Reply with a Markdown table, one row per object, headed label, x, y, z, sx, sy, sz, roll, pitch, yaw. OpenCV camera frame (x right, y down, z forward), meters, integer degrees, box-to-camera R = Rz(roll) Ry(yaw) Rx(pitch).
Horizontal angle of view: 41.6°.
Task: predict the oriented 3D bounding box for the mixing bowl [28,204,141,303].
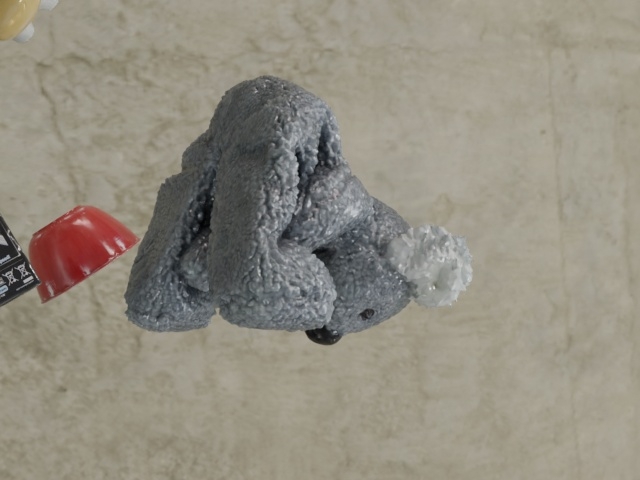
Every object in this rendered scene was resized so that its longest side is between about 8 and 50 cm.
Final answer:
| label | x | y | z | sx | sy | sz | roll | pitch | yaw |
| --- | --- | --- | --- | --- | --- | --- | --- | --- | --- |
| mixing bowl | -0.381 | 0.008 | 1.307 | 0.181 | 0.181 | 0.098 | -37 | 101 | -29 |

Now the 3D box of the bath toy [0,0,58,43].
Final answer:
| label | x | y | z | sx | sy | sz | roll | pitch | yaw |
| --- | --- | --- | --- | --- | --- | --- | --- | --- | --- |
| bath toy | -0.270 | -0.304 | 0.796 | 0.348 | 0.151 | 0.129 | -50 | 133 | 5 |

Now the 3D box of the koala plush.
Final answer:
| label | x | y | z | sx | sy | sz | roll | pitch | yaw |
| --- | --- | --- | --- | --- | --- | --- | --- | --- | --- |
| koala plush | 0.000 | 0.000 | 0.665 | 0.221 | 0.196 | 0.203 | 26 | 69 | -34 |

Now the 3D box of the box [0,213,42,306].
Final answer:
| label | x | y | z | sx | sy | sz | roll | pitch | yaw |
| --- | --- | --- | --- | --- | --- | --- | --- | --- | --- |
| box | -0.406 | 0.007 | 0.625 | 0.307 | 0.077 | 0.242 | -37 | 103 | -41 |
